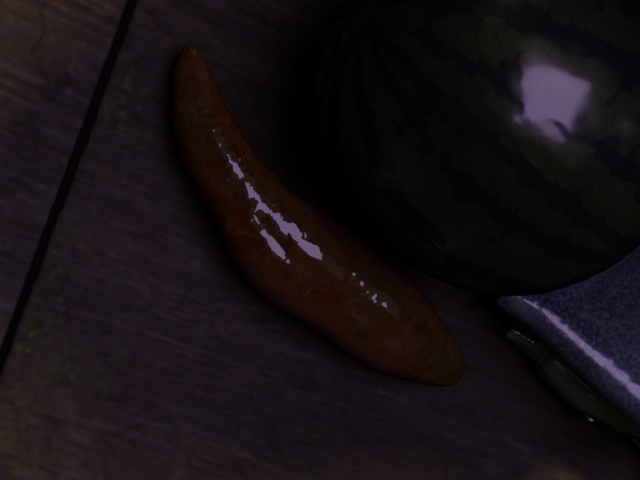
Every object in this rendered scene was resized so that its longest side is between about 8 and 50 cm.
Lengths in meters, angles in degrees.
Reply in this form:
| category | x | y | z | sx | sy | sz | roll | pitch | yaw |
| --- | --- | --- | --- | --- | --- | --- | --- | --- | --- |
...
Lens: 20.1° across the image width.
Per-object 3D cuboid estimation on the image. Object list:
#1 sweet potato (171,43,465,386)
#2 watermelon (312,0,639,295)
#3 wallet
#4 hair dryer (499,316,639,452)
| category | x | y | z | sx | sy | sz | roll | pitch | yaw |
| --- | --- | --- | --- | --- | --- | --- | --- | --- | --- |
| sweet potato | -0.007 | 0.005 | 1.009 | 0.255 | 0.058 | 0.078 | 46 | 51 | -15 |
| watermelon | 0.103 | -0.072 | 0.988 | 0.212 | 0.212 | 0.212 | 2 | 85 | -29 |
| wallet | 0.224 | 0.016 | 1.107 | 0.167 | 0.036 | 0.222 | 42 | 61 | 0 |
| hair dryer | 0.205 | 0.167 | 1.103 | 0.225 | 0.088 | 0.219 | 10 | 78 | -18 |
